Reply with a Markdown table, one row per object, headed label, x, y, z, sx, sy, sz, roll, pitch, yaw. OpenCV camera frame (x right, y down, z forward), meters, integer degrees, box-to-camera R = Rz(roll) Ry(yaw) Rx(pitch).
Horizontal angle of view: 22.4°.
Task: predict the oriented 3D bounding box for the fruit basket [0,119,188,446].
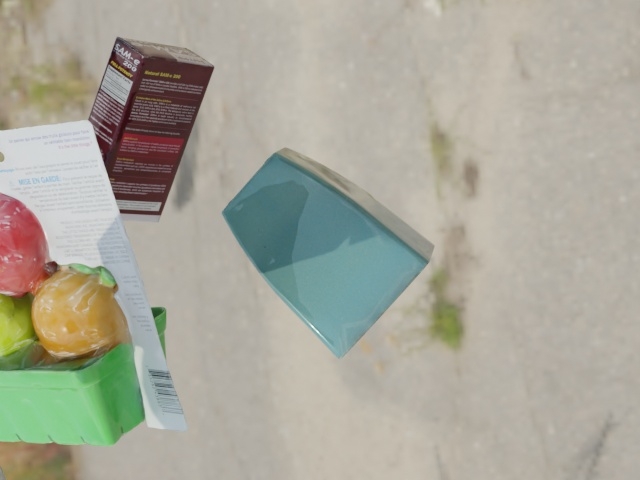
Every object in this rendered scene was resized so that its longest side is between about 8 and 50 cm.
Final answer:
| label | x | y | z | sx | sy | sz | roll | pitch | yaw |
| --- | --- | --- | --- | --- | --- | --- | --- | --- | --- |
| fruit basket | -0.303 | 0.044 | 1.764 | 0.327 | 0.165 | 0.353 | -4 | 105 | 37 |

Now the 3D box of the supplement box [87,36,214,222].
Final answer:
| label | x | y | z | sx | sy | sz | roll | pitch | yaw |
| --- | --- | --- | --- | --- | --- | --- | --- | --- | --- |
| supplement box | -0.247 | -0.147 | 2.189 | 0.073 | 0.130 | 0.239 | 36 | 112 | 38 |

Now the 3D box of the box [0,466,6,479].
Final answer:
| label | x | y | z | sx | sy | sz | roll | pitch | yaw |
| --- | --- | --- | --- | --- | --- | --- | --- | --- | --- |
| box | -0.380 | 0.232 | 1.422 | 0.130 | 0.170 | 0.091 | 45 | -179 | -37 |

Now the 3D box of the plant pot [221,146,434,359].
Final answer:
| label | x | y | z | sx | sy | sz | roll | pitch | yaw |
| --- | --- | --- | --- | --- | --- | --- | --- | --- | --- |
| plant pot | 0.000 | 0.000 | 2.046 | 0.234 | 0.165 | 0.166 | 42 | -170 | -1 |
